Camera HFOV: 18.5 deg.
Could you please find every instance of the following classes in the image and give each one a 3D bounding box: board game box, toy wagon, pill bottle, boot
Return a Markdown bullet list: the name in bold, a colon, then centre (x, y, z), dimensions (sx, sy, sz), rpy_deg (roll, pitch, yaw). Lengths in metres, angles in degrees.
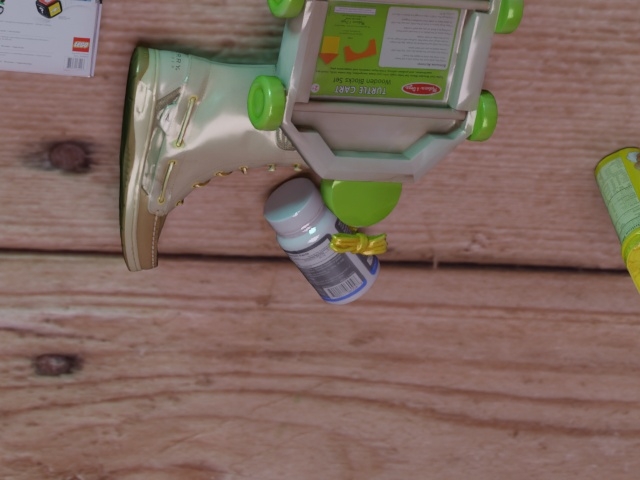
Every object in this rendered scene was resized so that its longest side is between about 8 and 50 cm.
- **board game box**: centre (-0.366, -0.264, 1.933), dimensions (0.305, 0.053, 0.193), rpy_deg (4, 126, -11)
- **toy wagon**: centre (0.056, -0.153, 1.999), dimensions (0.267, 0.068, 0.344), rpy_deg (2, 112, -26)
- **pill bottle**: centre (0.000, 0.000, 2.159), dimensions (0.078, 0.078, 0.137), rpy_deg (-29, 124, 13)
- **boot**: centre (-0.110, -0.078, 2.079), dimensions (0.203, 0.095, 0.262), rpy_deg (2, 119, -10)

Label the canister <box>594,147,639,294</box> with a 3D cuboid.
- **canister**: centre (0.360, -0.009, 2.144), dimensions (0.073, 0.170, 0.126), rpy_deg (-26, 125, 11)
